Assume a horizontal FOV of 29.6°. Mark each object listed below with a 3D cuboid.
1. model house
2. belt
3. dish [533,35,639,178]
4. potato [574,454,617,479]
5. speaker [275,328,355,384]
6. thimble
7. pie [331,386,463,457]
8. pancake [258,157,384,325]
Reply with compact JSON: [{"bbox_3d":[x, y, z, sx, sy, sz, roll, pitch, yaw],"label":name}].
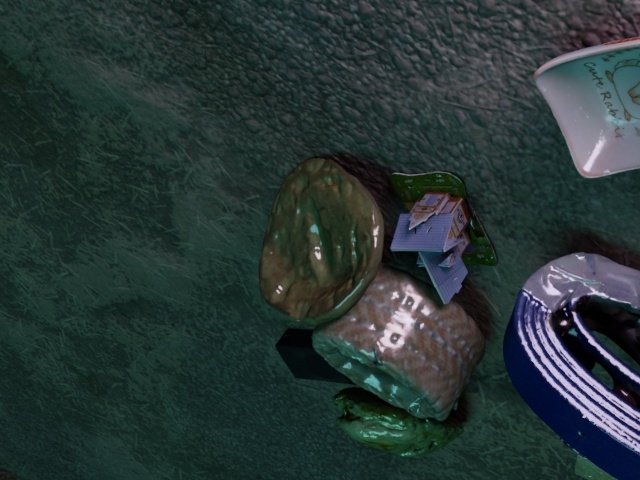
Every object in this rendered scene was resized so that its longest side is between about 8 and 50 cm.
[{"bbox_3d":[0.146,0.001,1.591,0.117,0.088,0.167,3,133,37],"label":"model house"},{"bbox_3d":[0.383,0.166,1.455,0.347,0.212,0.117,38,160,17],"label":"belt"},{"bbox_3d":[0.346,-0.151,1.258,0.212,0.077,0.151,-5,127,43],"label":"dish"},{"bbox_3d":[0.430,0.324,1.754,0.122,0.061,0.086,20,144,23],"label":"potato"},{"bbox_3d":[0.033,0.187,1.940,0.218,0.044,0.082,1,132,40],"label":"speaker"},{"bbox_3d":[0.106,0.142,1.701,0.196,0.148,0.229,10,153,50],"label":"thimble"},{"bbox_3d":[0.113,0.283,1.876,0.201,0.090,0.248,14,177,22],"label":"pie"},{"bbox_3d":[0.000,0.000,1.651,0.050,0.242,0.242,9,168,-43],"label":"pancake"}]
